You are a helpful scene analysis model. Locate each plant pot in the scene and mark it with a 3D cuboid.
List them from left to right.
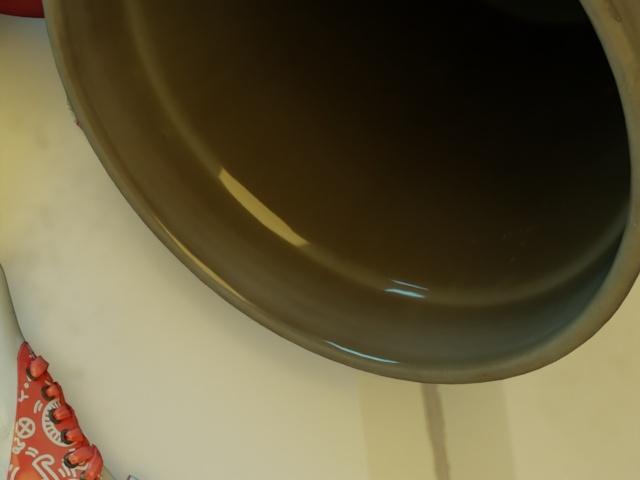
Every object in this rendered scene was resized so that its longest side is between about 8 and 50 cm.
[{"bbox_3d":[0.067,-0.133,0.638,0.323,0.323,0.280,42,50,1],"label":"plant pot"}]

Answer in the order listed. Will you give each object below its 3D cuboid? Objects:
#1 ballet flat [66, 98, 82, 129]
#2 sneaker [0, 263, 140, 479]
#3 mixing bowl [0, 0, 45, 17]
[{"bbox_3d":[-0.099,-0.179,0.759,0.091,0.077,0.241,22,80,-6],"label":"ballet flat"},{"bbox_3d":[-0.152,0.134,0.704,0.145,0.090,0.270,-1,85,-8],"label":"sneaker"},{"bbox_3d":[-0.160,-0.198,0.693,0.181,0.098,0.181,-7,67,18],"label":"mixing bowl"}]
